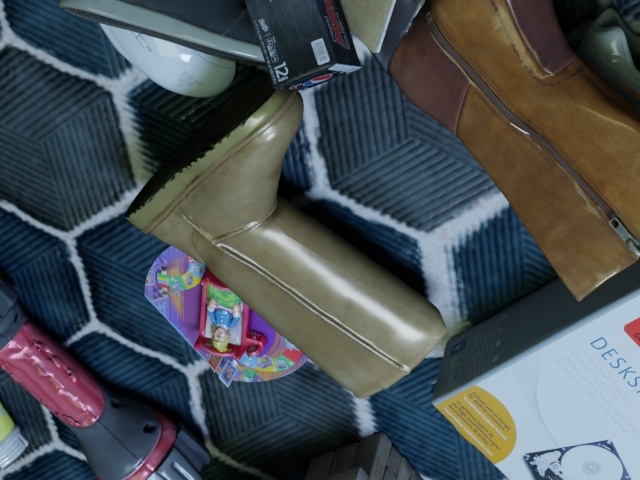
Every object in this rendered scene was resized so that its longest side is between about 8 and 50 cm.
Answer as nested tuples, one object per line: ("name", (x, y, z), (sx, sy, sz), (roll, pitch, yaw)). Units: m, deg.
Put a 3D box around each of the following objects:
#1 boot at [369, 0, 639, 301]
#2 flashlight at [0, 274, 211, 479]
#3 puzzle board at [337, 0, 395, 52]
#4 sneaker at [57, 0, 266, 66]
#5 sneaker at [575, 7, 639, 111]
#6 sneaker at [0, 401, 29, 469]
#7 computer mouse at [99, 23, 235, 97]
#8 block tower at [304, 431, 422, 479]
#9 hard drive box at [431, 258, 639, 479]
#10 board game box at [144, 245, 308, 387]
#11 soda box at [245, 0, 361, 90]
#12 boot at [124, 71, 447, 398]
("boot", (0.173, -0.126, 1.077), (0.280, 0.096, 0.264), (51, 128, 12))
("flashlight", (-0.242, 0.141, 1.462), (0.103, 0.103, 0.304), (-32, 111, 34))
("puzzle board", (0.019, -0.213, 1.139), (0.128, 0.011, 0.096), (48, 137, 32))
("sneaker", (-0.078, -0.203, 1.180), (0.222, 0.083, 0.118), (14, 91, -20))
("sneaker", (0.303, -0.093, 1.136), (0.262, 0.099, 0.121), (14, 123, 5))
("sneaker", (-0.400, 0.190, 1.569), (0.208, 0.081, 0.094), (-12, 114, 16))
("computer mouse", (-0.148, -0.181, 1.239), (0.193, 0.042, 0.106), (42, 125, -14))
("block tower", (0.102, 0.331, 1.504), (0.091, 0.097, 0.335), (-24, 117, 30))
("hard drive box", (0.242, 0.120, 1.310), (0.232, 0.089, 0.181), (-35, 110, 33))
("board game box", (-0.083, 0.072, 1.409), (0.133, 0.033, 0.168), (-28, 113, 32))
("soda box", (-0.027, -0.197, 1.132), (0.053, 0.060, 0.169), (-19, 87, 21))
("boot", (0.000, 0.000, 1.290), (0.269, 0.089, 0.236), (38, 142, -14))
